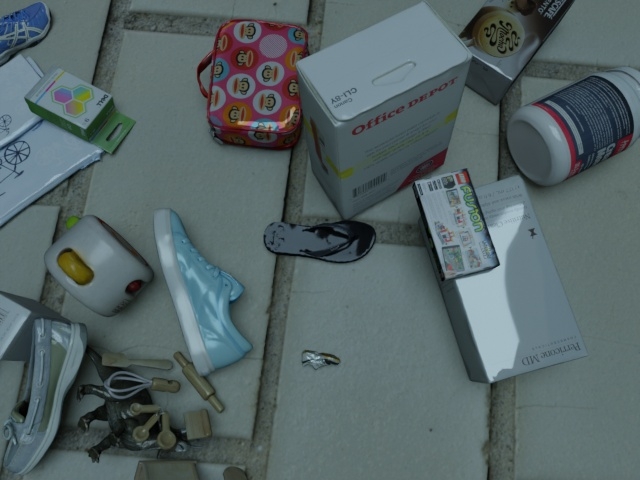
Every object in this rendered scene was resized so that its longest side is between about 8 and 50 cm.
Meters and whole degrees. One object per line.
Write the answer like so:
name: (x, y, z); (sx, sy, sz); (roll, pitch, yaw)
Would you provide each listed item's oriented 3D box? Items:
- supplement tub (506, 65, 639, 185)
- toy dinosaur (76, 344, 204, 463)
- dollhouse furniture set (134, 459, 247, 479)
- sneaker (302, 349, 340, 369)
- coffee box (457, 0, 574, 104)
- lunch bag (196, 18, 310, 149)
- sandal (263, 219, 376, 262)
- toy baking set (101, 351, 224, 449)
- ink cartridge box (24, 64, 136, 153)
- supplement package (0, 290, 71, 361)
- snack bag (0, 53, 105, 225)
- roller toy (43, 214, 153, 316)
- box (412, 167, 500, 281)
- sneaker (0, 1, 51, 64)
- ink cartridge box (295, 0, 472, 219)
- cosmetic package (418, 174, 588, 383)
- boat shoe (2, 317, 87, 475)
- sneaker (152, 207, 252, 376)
supplement tub: (0.581, -0.257, 1.208); (0.272, 0.191, 0.191); (-26, 78, -7)
toy dinosaur: (-0.396, 0.341, 1.086); (0.313, 0.160, 0.121); (44, 114, 21)
dollhouse furniture set: (-0.308, 0.627, 1.042); (0.303, 0.174, 0.356); (11, 105, -27)
sneaker: (0.000, 0.260, 1.157); (0.083, 0.032, 0.037); (9, 90, 6)
coffee box: (0.456, -0.504, 1.304); (0.168, 0.119, 0.297); (37, 79, 9)
lunch bag: (-0.161, -0.367, 1.259); (0.258, 0.120, 0.293); (6, 77, 1)
sandal: (-0.001, 0.001, 1.204); (0.254, 0.054, 0.097); (-2, 76, -1)
toy baking set: (-0.314, 0.299, 1.077); (0.256, 0.196, 0.030); (48, 124, 21)
ink cartridge box: (-0.550, -0.302, 1.243); (0.209, 0.062, 0.109); (28, 65, -3)
supplement package: (-0.610, 0.175, 1.087); (0.105, 0.179, 0.105); (26, 77, 6)
snack bag: (-0.731, -0.231, 1.259); (0.323, 0.037, 0.342); (-38, 80, -10)
roller toy: (-0.457, 0.058, 1.110); (0.146, 0.191, 0.209); (-46, 37, -10)
box: (0.267, -0.032, 1.070); (0.114, 0.036, 0.207); (-14, 77, -2)
sneaker: (-0.746, -0.509, 1.304); (0.080, 0.081, 0.211); (41, 77, 10)
ink cartridge box: (0.121, -0.241, 1.088); (0.279, 0.385, 0.160); (-29, 69, -7)
cosmetic package: (0.370, 0.087, 1.137); (0.217, 0.156, 0.385); (-17, 76, -3)
boat shoe: (-0.558, 0.304, 1.054); (0.103, 0.118, 0.320); (20, 97, -35)
sneaker: (-0.245, 0.092, 1.150); (0.150, 0.135, 0.366); (-18, 86, -13)
